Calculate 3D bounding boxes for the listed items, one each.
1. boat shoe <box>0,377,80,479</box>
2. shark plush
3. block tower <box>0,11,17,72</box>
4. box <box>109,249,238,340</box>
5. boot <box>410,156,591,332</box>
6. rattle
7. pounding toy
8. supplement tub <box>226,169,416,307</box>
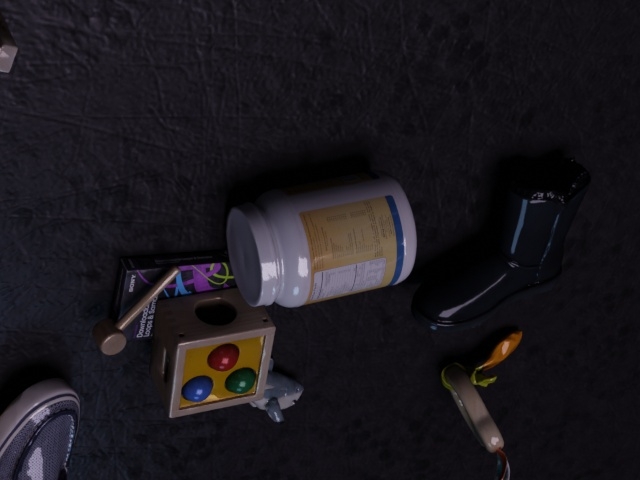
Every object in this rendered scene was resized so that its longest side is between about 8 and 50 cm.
[{"bbox_3d":[-0.347,0.340,1.761,0.127,0.158,0.340,-14,138,-44],"label":"boat shoe"},{"bbox_3d":[-0.086,0.174,1.881,0.067,0.073,0.161,-48,116,-13],"label":"shark plush"},{"bbox_3d":[-0.461,-0.194,1.306,0.335,0.091,0.097,7,124,-33],"label":"block tower"},{"bbox_3d":[-0.176,0.069,1.735,0.162,0.029,0.116,-4,129,-26],"label":"box"},{"bbox_3d":[0.236,-0.001,1.858,0.246,0.094,0.207,-18,138,-24],"label":"boot"},{"bbox_3d":[0.268,0.246,2.013,0.143,0.200,0.130,-17,134,-16],"label":"rattle"},{"bbox_3d":[-0.165,0.125,1.701,0.206,0.094,0.181,-9,132,-24],"label":"pounding toy"},{"bbox_3d":[0.000,0.000,1.693,0.199,0.144,0.144,-12,132,-20],"label":"supplement tub"}]
